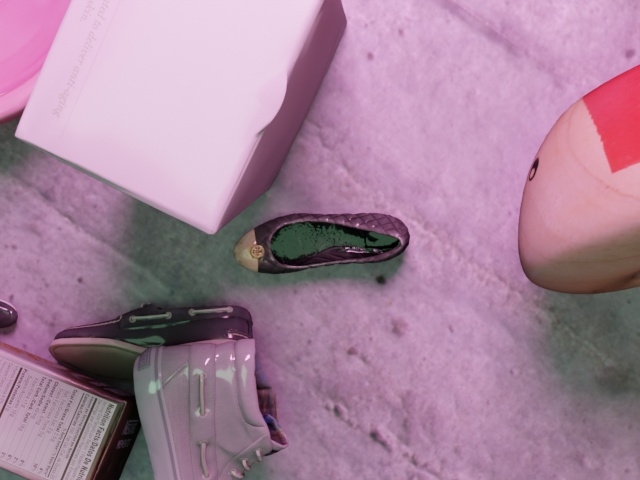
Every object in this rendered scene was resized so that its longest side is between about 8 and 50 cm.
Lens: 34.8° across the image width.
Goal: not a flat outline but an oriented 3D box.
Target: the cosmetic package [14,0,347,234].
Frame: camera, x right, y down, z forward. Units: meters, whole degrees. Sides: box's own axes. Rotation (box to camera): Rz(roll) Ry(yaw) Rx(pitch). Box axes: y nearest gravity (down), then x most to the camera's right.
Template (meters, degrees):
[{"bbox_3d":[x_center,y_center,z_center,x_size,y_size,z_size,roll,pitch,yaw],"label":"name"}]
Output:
[{"bbox_3d":[-0.083,-0.139,0.818,0.155,0.365,0.197,26,96,0],"label":"cosmetic package"}]

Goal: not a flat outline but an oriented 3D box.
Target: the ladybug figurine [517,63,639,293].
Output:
[{"bbox_3d":[0.370,-0.086,0.839,0.449,0.305,0.162,-19,76,14],"label":"ladybug figurine"}]

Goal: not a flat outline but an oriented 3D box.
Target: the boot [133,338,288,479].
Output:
[{"bbox_3d":[-0.090,0.212,0.971,0.123,0.095,0.258,-8,116,3],"label":"boot"}]

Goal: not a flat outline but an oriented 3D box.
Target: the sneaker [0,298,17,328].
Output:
[{"bbox_3d":[-0.347,0.074,1.023,0.083,0.035,0.031,8,97,3],"label":"sneaker"}]

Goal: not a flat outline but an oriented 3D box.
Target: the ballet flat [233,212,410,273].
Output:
[{"bbox_3d":[0.000,0.000,0.986,0.173,0.049,0.057,-8,95,4],"label":"ballet flat"}]

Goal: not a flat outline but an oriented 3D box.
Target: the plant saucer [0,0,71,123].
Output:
[{"bbox_3d":[-0.345,-0.261,0.948,0.332,0.084,0.332,0,89,1],"label":"plant saucer"}]

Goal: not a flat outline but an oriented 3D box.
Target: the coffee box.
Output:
[{"bbox_3d":[-0.299,0.150,0.955,0.246,0.141,0.098,22,81,3],"label":"coffee box"}]

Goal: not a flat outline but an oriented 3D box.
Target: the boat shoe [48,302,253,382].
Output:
[{"bbox_3d":[-0.165,0.097,1.013,0.206,0.075,0.065,-1,53,9],"label":"boat shoe"}]
